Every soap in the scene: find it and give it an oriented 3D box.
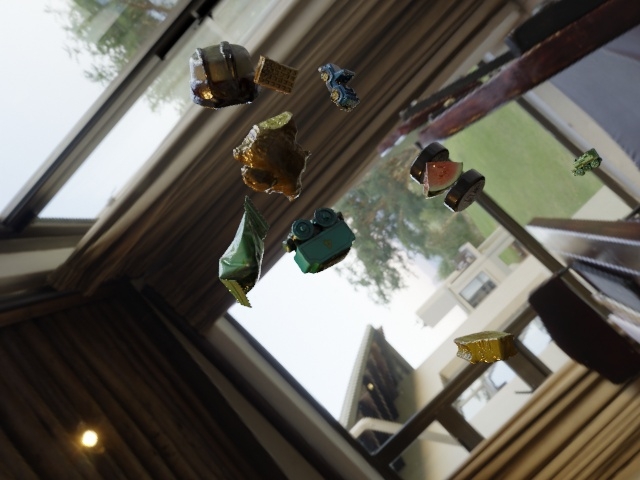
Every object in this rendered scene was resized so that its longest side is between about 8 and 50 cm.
[{"bbox_3d":[0.559,0.358,1.881,0.257,0.160,0.080,99,159,-84],"label":"soap"}]

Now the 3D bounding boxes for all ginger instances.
[{"bbox_3d":[-0.117,-0.202,1.531,0.123,0.219,0.270,25,145,50],"label":"ginger"}]

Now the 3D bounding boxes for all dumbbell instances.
[{"bbox_3d":[0.424,-0.213,1.874,0.218,0.152,0.152,44,-174,25],"label":"dumbbell"}]

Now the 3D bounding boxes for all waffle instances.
[{"bbox_3d":[-0.163,-0.602,2.040,0.148,0.102,0.042,13,-163,-32],"label":"waffle"}]

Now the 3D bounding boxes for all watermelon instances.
[{"bbox_3d":[0.322,-0.178,1.511,0.094,0.135,0.125,53,-171,1],"label":"watermelon"}]

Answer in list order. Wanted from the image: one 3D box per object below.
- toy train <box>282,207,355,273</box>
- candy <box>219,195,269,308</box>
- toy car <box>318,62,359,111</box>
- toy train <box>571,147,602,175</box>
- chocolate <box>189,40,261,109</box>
[{"bbox_3d":[0.000,0.000,1.560,0.154,0.198,0.107,56,158,12],"label":"toy train"},{"bbox_3d":[-0.305,0.046,2.306,0.172,0.397,0.263,12,157,12],"label":"candy"},{"bbox_3d":[0.079,-0.564,2.017,0.097,0.100,0.191,-7,-113,-58],"label":"toy car"},{"bbox_3d":[0.725,-0.211,1.528,0.033,0.083,0.053,-20,-101,-52],"label":"toy train"},{"bbox_3d":[-0.372,-0.640,2.100,0.283,0.284,0.186,49,154,41],"label":"chocolate"}]
